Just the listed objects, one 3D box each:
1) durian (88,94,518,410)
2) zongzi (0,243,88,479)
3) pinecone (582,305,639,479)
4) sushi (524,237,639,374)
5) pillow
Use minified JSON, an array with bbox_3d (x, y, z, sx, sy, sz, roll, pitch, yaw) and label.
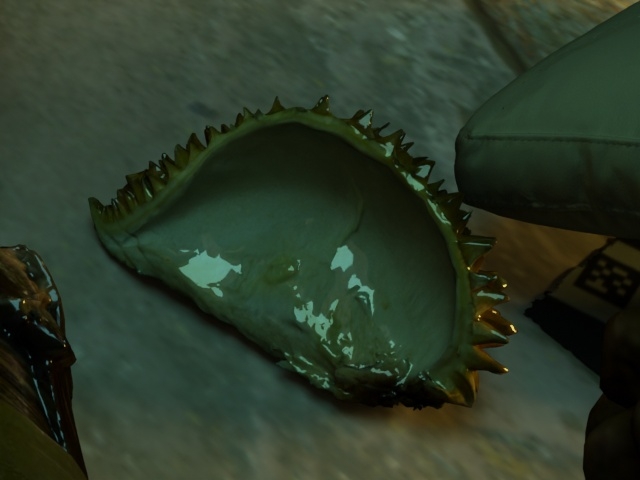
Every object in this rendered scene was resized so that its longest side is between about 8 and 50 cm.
[{"bbox_3d":[0.000,0.000,0.802,0.252,0.144,0.139,33,89,15],"label":"durian"},{"bbox_3d":[-0.096,0.156,0.606,0.318,0.154,0.289,22,53,-6],"label":"zongzi"},{"bbox_3d":[0.284,0.134,0.532,0.384,0.384,0.384,3,47,-3],"label":"pinecone"},{"bbox_3d":[0.335,0.037,0.805,0.320,0.068,0.339,-31,57,-30],"label":"sushi"},{"bbox_3d":[0.252,-0.083,0.818,0.255,0.119,0.322,12,29,39],"label":"pillow"}]
